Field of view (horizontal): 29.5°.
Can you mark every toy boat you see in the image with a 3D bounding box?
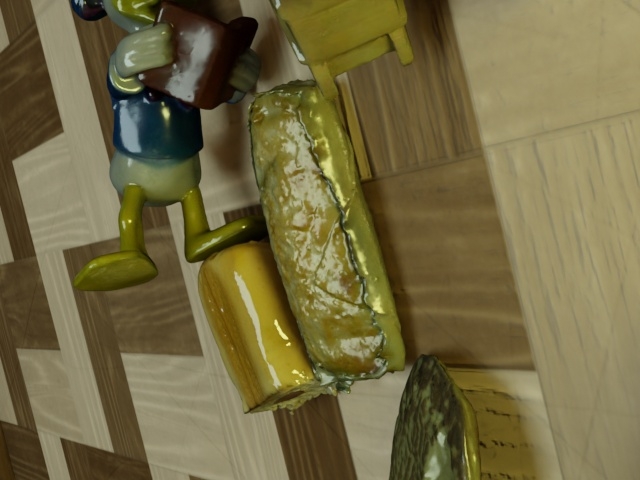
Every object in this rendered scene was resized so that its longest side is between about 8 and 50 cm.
[{"bbox_3d":[-0.046,-0.322,0.917,0.162,0.136,0.445,42,-153,-76],"label":"toy boat"}]

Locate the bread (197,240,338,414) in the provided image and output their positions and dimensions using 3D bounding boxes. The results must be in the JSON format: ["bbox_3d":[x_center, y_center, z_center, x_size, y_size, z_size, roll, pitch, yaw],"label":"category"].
[{"bbox_3d":[-0.049,0.083,1.184,0.134,0.085,0.173,-39,70,60],"label":"bread"}]

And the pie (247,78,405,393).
[{"bbox_3d":[0.000,0.000,1.062,0.128,0.068,0.282,-13,96,48],"label":"pie"}]

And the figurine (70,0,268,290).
[{"bbox_3d":[-0.171,-0.159,1.179,0.338,0.204,0.283,68,152,19],"label":"figurine"}]

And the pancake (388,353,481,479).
[{"bbox_3d":[0.084,0.202,0.983,0.235,0.029,0.212,108,162,-50],"label":"pancake"}]
